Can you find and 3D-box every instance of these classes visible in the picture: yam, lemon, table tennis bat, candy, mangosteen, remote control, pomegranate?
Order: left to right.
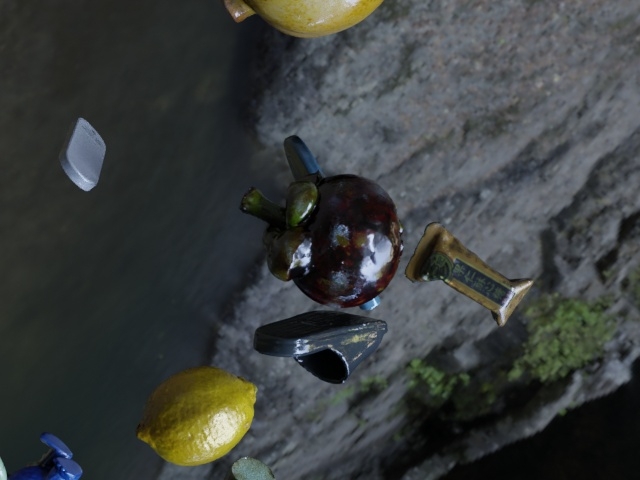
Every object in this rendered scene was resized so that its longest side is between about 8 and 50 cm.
[{"bbox_3d":[-0.406,-0.150,1.600,0.022,0.077,0.245,-35,-156,8],"label":"remote control"},{"bbox_3d":[-0.238,0.342,1.831,0.256,0.188,0.188,-17,158,-21],"label":"lemon"},{"bbox_3d":[-0.181,0.567,2.008,0.194,0.107,0.107,-61,166,26],"label":"yam"},{"bbox_3d":[-0.045,-0.565,1.717,0.417,0.416,0.417,-47,170,-11],"label":"pomegranate"},{"bbox_3d":[0.011,0.003,1.124,0.183,0.173,0.172,-13,153,-26],"label":"mangosteen"},{"bbox_3d":[0.018,-0.027,1.566,0.044,0.329,0.215,-28,-161,-8],"label":"table tennis bat"},{"bbox_3d":[0.319,0.079,2.040,0.143,0.271,0.101,-59,-172,6],"label":"candy"}]

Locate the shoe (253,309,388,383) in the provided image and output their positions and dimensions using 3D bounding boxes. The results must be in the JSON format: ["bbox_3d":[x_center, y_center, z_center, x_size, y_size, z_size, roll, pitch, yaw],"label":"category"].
[{"bbox_3d":[-0.002,0.156,1.309,0.241,0.108,0.093,-4,99,-54],"label":"shoe"}]

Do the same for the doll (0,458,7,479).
[{"bbox_3d":[-0.646,0.370,1.487,0.268,0.284,0.216,-62,-177,38],"label":"doll"}]

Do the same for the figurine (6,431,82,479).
[{"bbox_3d":[-0.535,0.471,1.660,0.262,0.121,0.164,-36,-149,7],"label":"figurine"}]
